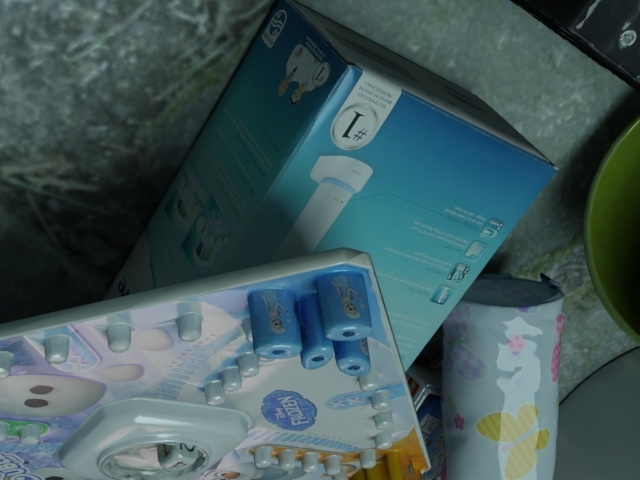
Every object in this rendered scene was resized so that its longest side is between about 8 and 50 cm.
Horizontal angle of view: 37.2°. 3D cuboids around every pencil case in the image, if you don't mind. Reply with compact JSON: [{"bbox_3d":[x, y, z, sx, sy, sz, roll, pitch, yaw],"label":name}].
[{"bbox_3d":[0.165,0.167,0.902,0.114,0.124,0.273,-2,100,-10],"label":"pencil case"}]

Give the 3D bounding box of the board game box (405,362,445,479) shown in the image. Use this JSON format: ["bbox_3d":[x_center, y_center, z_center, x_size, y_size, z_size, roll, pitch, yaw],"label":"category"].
[{"bbox_3d":[0.089,0.284,1.031,0.193,0.053,0.305,22,105,-38],"label":"board game box"}]

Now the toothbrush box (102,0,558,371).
[{"bbox_3d":[0.000,0.000,0.737,0.216,0.126,0.295,18,114,-36],"label":"toothbrush box"}]

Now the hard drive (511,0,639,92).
[{"bbox_3d":[0.223,-0.148,0.674,0.339,0.237,0.064,22,111,-38],"label":"hard drive"}]

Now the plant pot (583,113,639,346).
[{"bbox_3d":[0.429,0.019,0.890,0.275,0.275,0.293,-49,143,12],"label":"plant pot"}]

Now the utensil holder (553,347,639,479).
[{"bbox_3d":[0.466,0.343,1.076,0.328,0.385,0.327,-15,130,-18],"label":"utensil holder"}]

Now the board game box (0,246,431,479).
[{"bbox_3d":[-0.123,0.164,0.705,0.390,0.050,0.390,-13,147,5],"label":"board game box"}]
